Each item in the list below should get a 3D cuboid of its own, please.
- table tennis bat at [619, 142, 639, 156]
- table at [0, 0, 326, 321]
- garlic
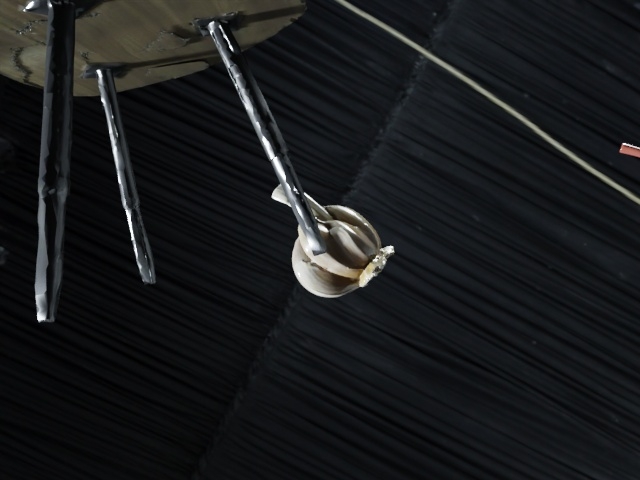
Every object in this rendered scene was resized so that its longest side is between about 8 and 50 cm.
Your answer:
[{"bbox_3d":[0.678,-0.161,1.034,0.098,0.154,0.019,-43,-31,-43],"label":"table tennis bat"},{"bbox_3d":[-0.140,-0.083,0.496,0.317,0.317,0.249,-145,43,-87],"label":"table"},{"bbox_3d":[0.000,0.000,0.753,0.127,0.194,0.131,-45,8,41],"label":"garlic"}]
